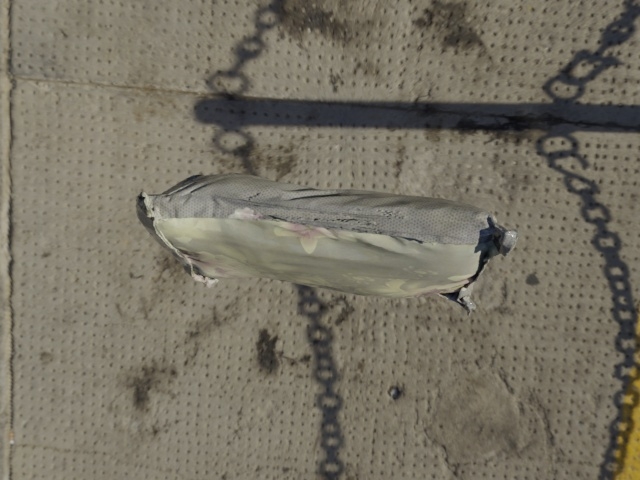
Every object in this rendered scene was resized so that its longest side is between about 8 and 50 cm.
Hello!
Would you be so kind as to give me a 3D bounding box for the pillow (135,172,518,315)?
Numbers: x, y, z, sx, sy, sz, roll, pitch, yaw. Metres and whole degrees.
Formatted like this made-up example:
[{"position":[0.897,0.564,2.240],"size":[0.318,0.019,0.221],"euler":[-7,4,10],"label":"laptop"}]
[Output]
[{"position":[0.000,0.000,0.443],"size":[0.254,0.169,0.059],"euler":[5,65,10],"label":"pillow"}]
